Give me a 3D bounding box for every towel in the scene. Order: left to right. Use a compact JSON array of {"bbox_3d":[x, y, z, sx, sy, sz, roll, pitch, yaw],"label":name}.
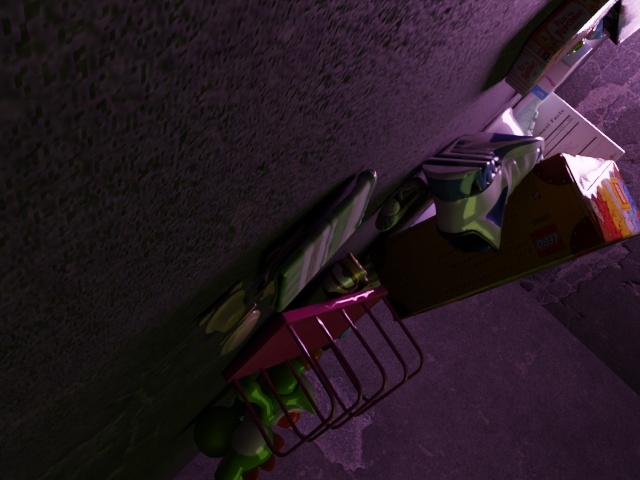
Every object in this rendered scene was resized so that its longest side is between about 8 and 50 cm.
[{"bbox_3d":[0.000,0.000,0.569,0.152,0.023,0.113,-47,166,-25],"label":"towel"}]

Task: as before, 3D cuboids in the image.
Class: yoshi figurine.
[{"bbox_3d":[-0.157,0.364,1.228,0.203,0.203,0.362,11,-117,51],"label":"yoshi figurine"}]

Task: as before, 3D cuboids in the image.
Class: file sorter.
[{"bbox_3d":[0.021,0.231,0.975,0.290,0.182,0.202,-8,147,-49],"label":"file sorter"}]

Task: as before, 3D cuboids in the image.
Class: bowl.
[{"bbox_3d":[0.417,-0.177,1.362,0.298,0.134,0.298,-44,172,-8],"label":"bowl"}]

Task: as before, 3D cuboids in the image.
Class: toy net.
[{"bbox_3d":[0.558,-0.462,1.037,0.122,0.045,0.232,-26,163,-17],"label":"toy net"}]

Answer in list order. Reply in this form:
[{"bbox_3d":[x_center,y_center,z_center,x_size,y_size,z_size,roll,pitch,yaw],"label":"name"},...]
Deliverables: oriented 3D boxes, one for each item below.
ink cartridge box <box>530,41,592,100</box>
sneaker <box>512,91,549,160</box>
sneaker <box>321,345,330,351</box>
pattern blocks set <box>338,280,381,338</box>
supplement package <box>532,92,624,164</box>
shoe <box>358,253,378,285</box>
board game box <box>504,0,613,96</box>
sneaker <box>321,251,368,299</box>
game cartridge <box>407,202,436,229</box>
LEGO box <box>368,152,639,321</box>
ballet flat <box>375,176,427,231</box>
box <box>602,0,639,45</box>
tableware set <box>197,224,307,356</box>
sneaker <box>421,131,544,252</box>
[{"bbox_3d":[0.535,-0.387,1.214,0.088,0.052,0.122,-42,169,-19],"label":"ink cartridge box"},{"bbox_3d":[0.573,-0.299,1.464,0.256,0.151,0.094,-51,168,27],"label":"sneaker"},{"bbox_3d":[0.042,0.267,1.775,0.262,0.099,0.121,-46,175,8],"label":"sneaker"},{"bbox_3d":[0.107,0.171,1.588,0.325,0.026,0.285,-55,155,12],"label":"pattern blocks set"},{"bbox_3d":[0.687,-0.288,1.568,0.175,0.293,0.177,-50,170,22],"label":"supplement package"},{"bbox_3d":[0.165,0.050,1.404,0.076,0.058,0.219,6,-154,43],"label":"shoe"},{"bbox_3d":[0.374,-0.321,0.803,0.193,0.045,0.147,-45,171,-3],"label":"board game box"},{"bbox_3d":[0.040,0.075,1.028,0.084,0.069,0.185,-36,164,-3],"label":"sneaker"},{"bbox_3d":[0.382,-0.071,1.937,0.297,0.062,0.198,-43,175,-15],"label":"game cartridge"},{"bbox_3d":[0.426,0.001,1.266,0.500,0.193,0.372,-29,165,40],"label":"LEGO box"},{"bbox_3d":[0.129,-0.065,0.891,0.114,0.041,0.041,-44,171,-10],"label":"ballet flat"},{"bbox_3d":[0.580,-0.451,0.946,0.159,0.044,0.233,-39,162,21],"label":"box"},{"bbox_3d":[-0.067,0.057,0.575,0.141,0.020,0.169,-48,169,-20],"label":"tableware set"},{"bbox_3d":[0.281,-0.081,0.964,0.315,0.127,0.182,-29,124,-43],"label":"sneaker"}]
